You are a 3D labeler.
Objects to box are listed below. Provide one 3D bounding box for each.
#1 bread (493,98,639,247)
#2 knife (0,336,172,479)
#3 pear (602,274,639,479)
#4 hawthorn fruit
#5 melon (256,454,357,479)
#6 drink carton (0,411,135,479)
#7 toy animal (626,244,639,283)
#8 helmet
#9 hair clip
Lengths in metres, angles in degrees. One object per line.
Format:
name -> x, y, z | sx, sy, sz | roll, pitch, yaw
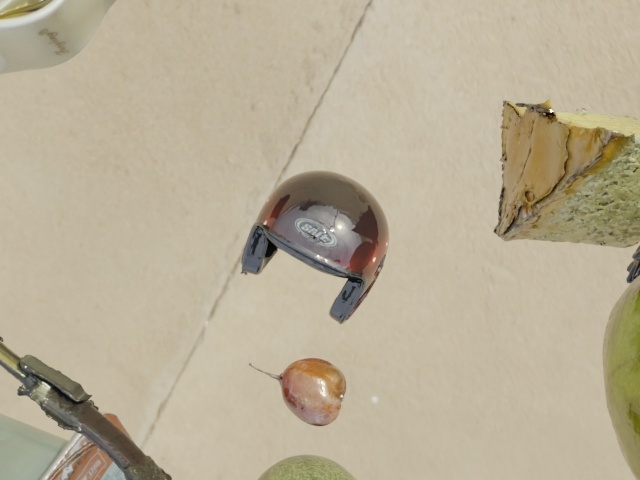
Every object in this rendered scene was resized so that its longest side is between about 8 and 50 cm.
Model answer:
bread -> 0.373, -0.143, 1.134 | 0.248, 0.279, 0.315 | 9, 149, -9
knife -> -0.153, 0.102, 0.527 | 0.222, 0.045, 0.021 | 41, 115, 20
pear -> 0.525, 0.187, 1.084 | 0.352, 0.413, 0.352 | 4, 122, 6
hawthorn fruit -> -0.025, 0.147, 0.865 | 0.103, 0.067, 0.067 | 12, 117, 11
melon -> -0.012, 0.461, 1.233 | 0.237, 0.302, 0.237 | -6, 139, -5
drink carton -> -0.297, 0.271, 0.856 | 0.189, 0.185, 0.191 | 7, 138, 28
toy animal -> 0.613, 0.099, 1.307 | 0.195, 0.090, 0.324 | -29, 106, 39
helmet -> 0.000, 0.000, 1.197 | 0.189, 0.216, 0.193 | 29, 90, 7
hair clip -> -0.391, -0.325, 1.225 | 0.113, 0.172, 0.282 | 43, 82, 5
